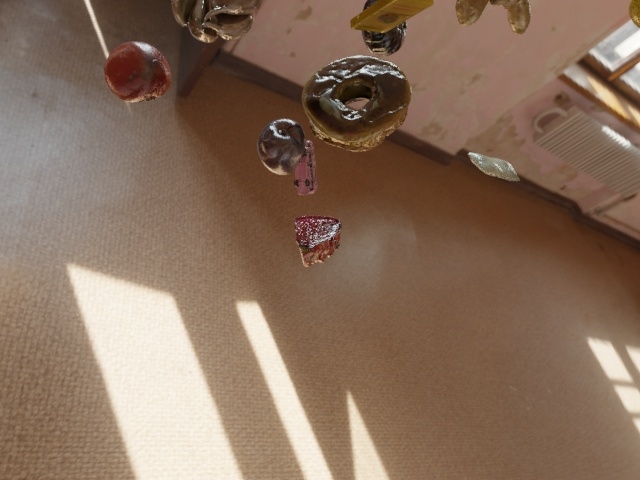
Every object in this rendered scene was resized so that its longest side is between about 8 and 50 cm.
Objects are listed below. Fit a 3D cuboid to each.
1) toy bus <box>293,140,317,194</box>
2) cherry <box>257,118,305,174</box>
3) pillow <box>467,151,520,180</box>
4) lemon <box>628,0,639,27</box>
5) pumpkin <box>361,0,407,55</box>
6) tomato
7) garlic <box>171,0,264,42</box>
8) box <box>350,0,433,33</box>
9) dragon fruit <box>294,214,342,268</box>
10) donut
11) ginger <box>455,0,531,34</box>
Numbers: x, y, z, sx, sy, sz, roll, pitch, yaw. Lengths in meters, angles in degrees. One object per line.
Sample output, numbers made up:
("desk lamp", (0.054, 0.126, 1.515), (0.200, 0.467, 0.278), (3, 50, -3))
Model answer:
("toy bus", (-0.059, -0.275, 1.916), (0.090, 0.063, 0.203), (-21, 109, -59))
("cherry", (-0.119, -0.291, 1.576), (0.140, 0.176, 0.176), (23, 44, 9))
("pillow", (0.718, -0.305, 2.098), (0.229, 0.051, 0.128), (9, 39, -28))
("lemon", (0.781, -0.546, 1.182), (0.109, 0.109, 0.133), (17, 41, -31))
("pumpkin", (0.216, -0.717, 1.684), (0.202, 0.140, 0.201), (-27, 122, -54))
("tomato", (-0.522, -0.498, 1.476), (0.189, 0.099, 0.173), (-22, 100, -32))
("garlic", (-0.268, -0.643, 1.343), (0.238, 0.210, 0.291), (-5, 59, -27))
("box", (0.134, -0.440, 0.982), (0.087, 0.155, 0.023), (-9, 95, -29))
("dragon fruit", (0.008, 0.008, 1.653), (0.274, 0.161, 0.126), (-107, -179, -66))
("donut", (0.113, -0.414, 1.578), (0.330, 0.160, 0.330), (-4, 62, 7))
("ginger", (0.639, -0.892, 1.722), (0.363, 0.348, 0.122), (-1, 37, -23))
